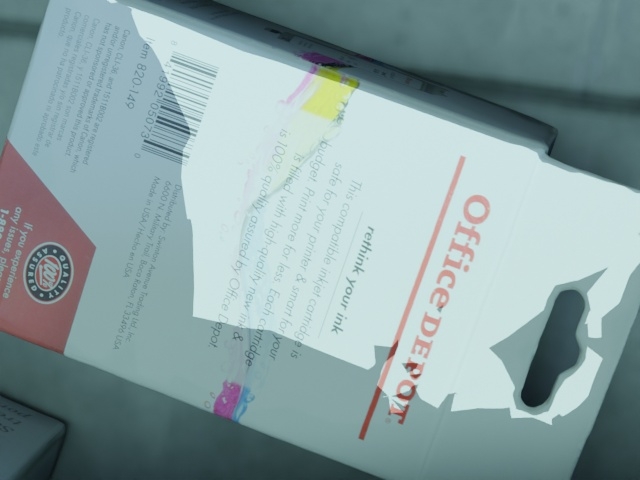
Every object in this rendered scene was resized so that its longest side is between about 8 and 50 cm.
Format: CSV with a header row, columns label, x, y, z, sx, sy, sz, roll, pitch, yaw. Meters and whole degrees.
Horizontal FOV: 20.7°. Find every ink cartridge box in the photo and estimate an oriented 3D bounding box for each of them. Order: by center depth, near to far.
label,x,y,z,sx,sy,sz,roll,pitch,yaw
ink cartridge box,0.000,0.000,0.554,0.198,0.067,0.115,21,103,6

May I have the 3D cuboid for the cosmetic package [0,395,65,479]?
label,x,y,z,sx,sy,sz,roll,pitch,yaw
cosmetic package,-0.197,0.128,0.564,0.151,0.151,0.183,24,103,3
